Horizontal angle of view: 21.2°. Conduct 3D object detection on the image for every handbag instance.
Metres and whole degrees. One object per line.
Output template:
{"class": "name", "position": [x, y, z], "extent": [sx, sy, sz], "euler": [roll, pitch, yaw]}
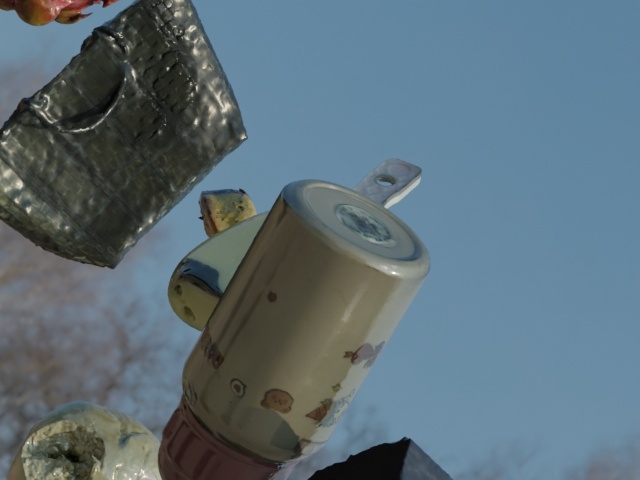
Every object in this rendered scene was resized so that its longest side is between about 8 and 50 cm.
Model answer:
{"class": "handbag", "position": [-0.187, -0.097, 1.539], "extent": [0.089, 0.270, 0.175], "euler": [32, -16, 51]}

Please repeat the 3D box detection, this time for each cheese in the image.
{"class": "cheese", "position": [0.000, 0.000, 1.312], "extent": [0.127, 0.251, 0.054], "euler": [26, -47, 26]}

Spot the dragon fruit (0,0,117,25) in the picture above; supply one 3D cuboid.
{"class": "dragon fruit", "position": [-0.179, -0.224, 1.178], "extent": [0.133, 0.150, 0.208], "euler": [32, -10, -11]}

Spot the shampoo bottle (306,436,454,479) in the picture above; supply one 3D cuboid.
{"class": "shampoo bottle", "position": [0.117, 0.253, 1.112], "extent": [0.098, 0.071, 0.309], "euler": [-30, -64, 33]}

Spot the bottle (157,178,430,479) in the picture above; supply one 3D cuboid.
{"class": "bottle", "position": [-0.028, 0.081, 1.120], "extent": [0.110, 0.110, 0.233], "euler": [39, -66, 22]}

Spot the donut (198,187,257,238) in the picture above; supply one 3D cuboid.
{"class": "donut", "position": [-0.095, -0.001, 1.882], "extent": [0.140, 0.059, 0.140], "euler": [164, -90, -84]}

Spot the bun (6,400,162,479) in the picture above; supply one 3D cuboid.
{"class": "bun", "position": [-0.230, 0.255, 1.758], "extent": [0.128, 0.178, 0.193], "euler": [9, -24, 27]}
